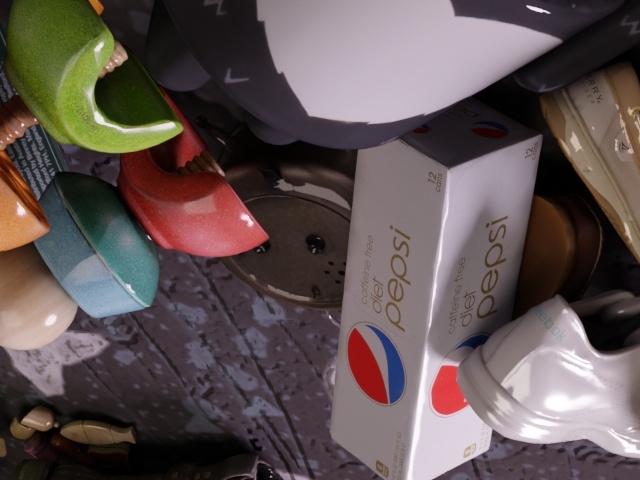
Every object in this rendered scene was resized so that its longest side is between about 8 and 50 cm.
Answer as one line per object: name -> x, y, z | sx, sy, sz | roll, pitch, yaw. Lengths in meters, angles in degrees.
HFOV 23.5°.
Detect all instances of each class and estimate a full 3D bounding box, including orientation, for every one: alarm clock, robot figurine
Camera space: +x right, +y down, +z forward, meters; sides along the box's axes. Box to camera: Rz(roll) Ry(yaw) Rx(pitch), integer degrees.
alarm clock -> 0.000, 0.000, 0.925 | 0.129, 0.064, 0.192 | 1, 141, 23
robot figurine -> 0.038, -0.141, 0.643 | 0.278, 0.209, 0.174 | -29, 82, 44

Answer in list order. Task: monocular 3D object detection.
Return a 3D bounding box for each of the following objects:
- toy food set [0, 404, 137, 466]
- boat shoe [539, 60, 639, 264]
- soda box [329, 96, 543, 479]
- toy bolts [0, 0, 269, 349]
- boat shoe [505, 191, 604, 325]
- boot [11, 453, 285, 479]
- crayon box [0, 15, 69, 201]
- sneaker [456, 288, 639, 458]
toy food set -> -0.205, 0.159, 1.238 | 0.122, 0.019, 0.078 | 7, 141, 4
boat shoe -> 0.179, -0.028, 0.812 | 0.059, 0.063, 0.170 | -31, 130, 16
soda box -> 0.060, 0.030, 0.854 | 0.069, 0.074, 0.216 | 34, 131, 38
toy bolts -> -0.157, -0.048, 0.789 | 0.158, 0.218, 0.228 | -35, 140, 0
boat shoe -> 0.114, 0.033, 0.915 | 0.073, 0.073, 0.207 | -9, 155, -28
boot -> -0.113, 0.253, 1.258 | 0.229, 0.091, 0.263 | -3, 145, 14
crayon box -> -0.313, -0.040, 0.945 | 0.323, 0.083, 0.203 | -7, 115, 31
sneaker -> 0.174, 0.067, 0.867 | 0.212, 0.080, 0.094 | 5, 130, -49
